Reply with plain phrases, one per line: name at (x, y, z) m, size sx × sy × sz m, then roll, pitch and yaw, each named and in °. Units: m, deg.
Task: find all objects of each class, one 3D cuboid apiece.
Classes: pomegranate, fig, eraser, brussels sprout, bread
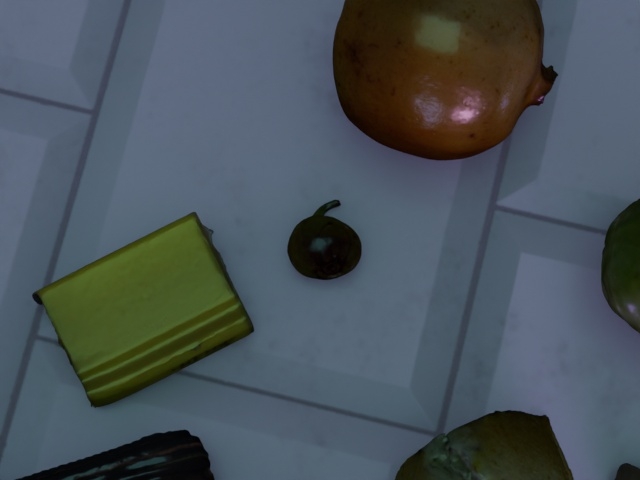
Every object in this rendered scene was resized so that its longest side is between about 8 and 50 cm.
pomegranate at (0.145, -0.220, 1.851) m, size 0.264 × 0.264 × 0.264 m, roll 0°, pitch 78°, yaw 1°
fig at (0.000, 0.000, 1.909) m, size 0.084 × 0.082 × 0.098 m, roll -32°, pitch 44°, yaw 12°
eraser at (-0.205, 0.083, 1.891) m, size 0.226 × 0.069 × 0.158 m, roll -27°, pitch 77°, yaw -4°
brussels sprout at (0.430, 0.027, 1.808) m, size 0.244 × 0.244 × 0.244 m, roll 0°, pitch 78°, yaw 1°
bread at (0.178, 0.274, 1.760) m, size 0.186 × 0.257 × 0.124 m, roll -31°, pitch 70°, yaw 16°

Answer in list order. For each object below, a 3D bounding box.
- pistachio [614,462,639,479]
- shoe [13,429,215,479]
pistachio at (0.416, 0.340, 1.795) m, size 0.138 × 0.153 × 0.238 m, roll -23°, pitch 52°, yaw -13°
shoe at (-0.278, 0.376, 1.779) m, size 0.384 × 0.171 × 0.237 m, roll -18°, pitch 74°, yaw -11°
